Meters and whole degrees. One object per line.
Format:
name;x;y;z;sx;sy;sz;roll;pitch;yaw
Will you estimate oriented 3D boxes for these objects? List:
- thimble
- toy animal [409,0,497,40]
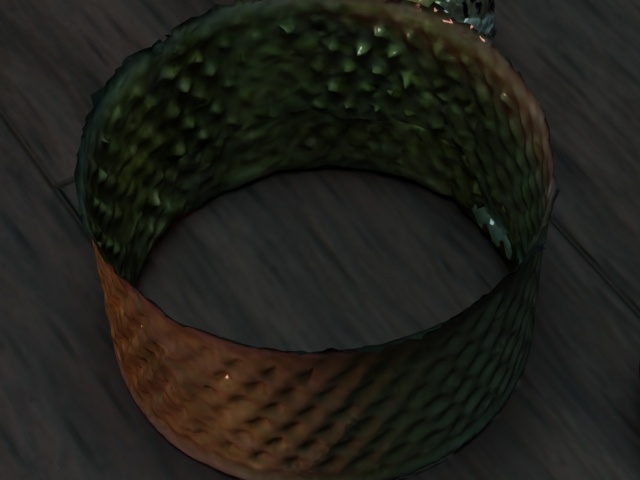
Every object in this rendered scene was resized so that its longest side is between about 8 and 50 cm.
thimble;0.000;0.000;1.099;0.270;0.150;0.271;-1;51;1
toy animal;0.080;-0.163;1.265;0.098;0.098;0.137;27;75;21
